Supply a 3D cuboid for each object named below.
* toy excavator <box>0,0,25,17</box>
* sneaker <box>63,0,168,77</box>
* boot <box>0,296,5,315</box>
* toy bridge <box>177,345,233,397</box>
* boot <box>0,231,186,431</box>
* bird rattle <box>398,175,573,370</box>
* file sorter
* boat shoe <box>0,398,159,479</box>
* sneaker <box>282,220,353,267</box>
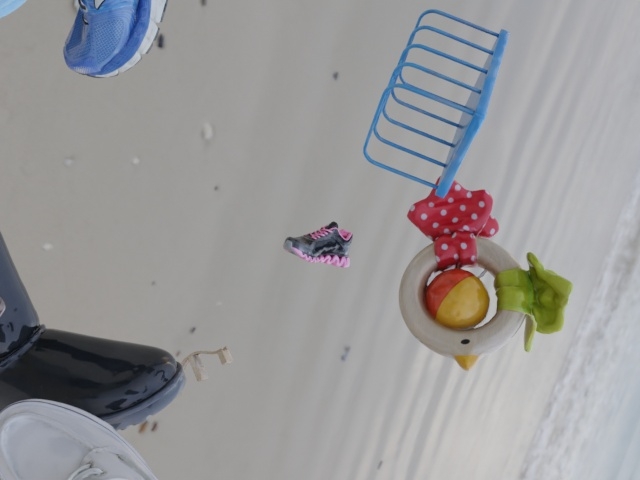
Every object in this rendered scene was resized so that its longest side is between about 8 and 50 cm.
[{"bbox_3d":[-0.400,-0.449,0.850,0.222,0.445,0.433,-28,130,-35],"label":"toy excavator"},{"bbox_3d":[-0.243,-0.320,0.845,0.147,0.130,0.330,-1,145,-35],"label":"sneaker"},{"bbox_3d":[-0.402,0.099,0.839,0.118,0.042,0.087,-56,155,-16],"label":"boot"},{"bbox_3d":[-0.266,0.274,1.642,0.188,0.063,0.026,-36,158,26],"label":"toy bridge"},{"bbox_3d":[-0.416,0.051,1.007,0.146,0.367,0.445,-77,154,-67],"label":"boot"},{"bbox_3d":[0.192,0.048,0.972,0.207,0.253,0.143,-43,161,-12],"label":"bird rattle"},{"bbox_3d":[0.127,-0.158,0.833,0.118,0.104,0.170,110,4,-48],"label":"file sorter"},{"bbox_3d":[-0.179,0.222,0.623,0.096,0.267,0.088,-46,165,-16],"label":"boat shoe"},{"bbox_3d":[0.000,0.000,0.971,0.119,0.047,0.057,10,104,-51],"label":"sneaker"}]
